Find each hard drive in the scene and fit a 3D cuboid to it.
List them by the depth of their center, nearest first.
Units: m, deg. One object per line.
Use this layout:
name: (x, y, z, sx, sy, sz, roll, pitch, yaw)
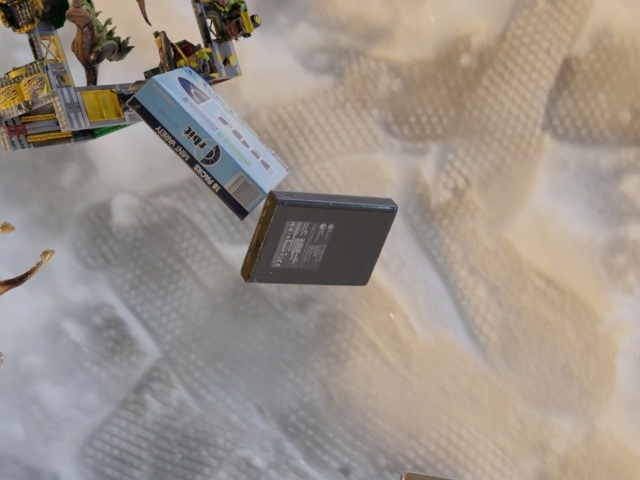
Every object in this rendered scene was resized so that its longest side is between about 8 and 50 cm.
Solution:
hard drive: (0.000, 0.000, 1.366, 0.022, 0.135, 0.094, 53, 131, 46)

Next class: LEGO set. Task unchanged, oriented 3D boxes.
LEGO set: (-0.256, -0.230, 1.638, 0.331, 0.192, 0.255, -8, 95, 26)

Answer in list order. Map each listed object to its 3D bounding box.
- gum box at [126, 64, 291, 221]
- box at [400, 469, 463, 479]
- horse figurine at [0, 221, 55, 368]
gum box: (-0.106, -0.101, 1.450, 0.041, 0.184, 0.157, -44, 93, 11)
box: (0.036, 0.228, 0.654, 0.036, 0.136, 0.225, 10, 72, 10)
horse figurine: (-0.406, 0.023, 1.499, 0.263, 0.066, 0.174, 37, 96, -10)
